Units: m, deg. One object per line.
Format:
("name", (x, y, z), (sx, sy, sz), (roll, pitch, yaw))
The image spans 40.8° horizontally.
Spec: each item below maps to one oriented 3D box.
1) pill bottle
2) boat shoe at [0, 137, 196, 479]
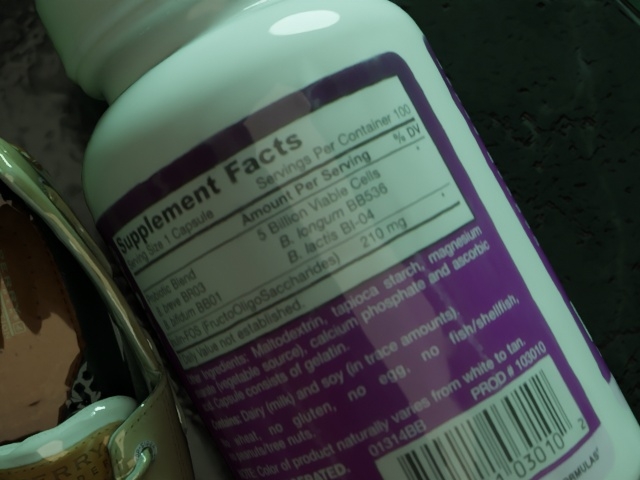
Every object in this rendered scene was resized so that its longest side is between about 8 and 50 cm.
("pill bottle", (0.000, 0.000, 0.385), (0.169, 0.169, 0.301), (-28, 89, -15))
("boat shoe", (-0.109, 0.096, 0.358), (0.113, 0.103, 0.302), (-25, 80, -17))
